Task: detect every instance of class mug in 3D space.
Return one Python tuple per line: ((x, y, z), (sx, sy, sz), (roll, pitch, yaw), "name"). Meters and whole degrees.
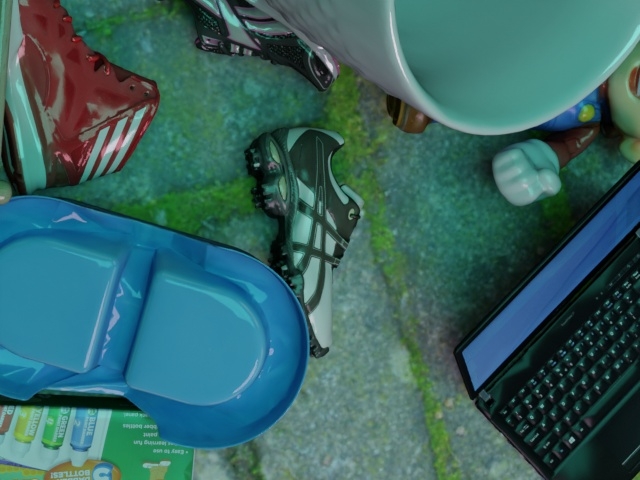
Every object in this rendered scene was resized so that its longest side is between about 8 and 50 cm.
((0.053, -0.304, 1.061), (0.276, 0.328, 0.374), (-30, 133, -21), "mug")

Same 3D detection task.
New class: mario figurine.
((0.227, -0.143, 1.244), (0.321, 0.170, 0.198), (5, 128, -8), "mario figurine")

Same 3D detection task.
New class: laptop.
((0.257, 0.095, 1.293), (0.234, 0.136, 0.264), (-44, 104, -7), "laptop")

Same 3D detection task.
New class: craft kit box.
((-0.235, 0.251, 1.215), (0.250, 0.061, 0.246), (3, 96, -16), "craft kit box")

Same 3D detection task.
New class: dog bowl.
((-0.155, 0.057, 1.176), (0.297, 0.074, 0.166), (16, 103, -4), "dog bowl")

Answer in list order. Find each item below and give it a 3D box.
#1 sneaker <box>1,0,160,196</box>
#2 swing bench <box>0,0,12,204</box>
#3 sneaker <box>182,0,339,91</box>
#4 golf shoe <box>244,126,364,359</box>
((-0.202, -0.153, 1.185), (0.128, 0.087, 0.221), (-11, 110, -23), "sneaker")
((-0.357, -0.160, 1.038), (0.255, 0.165, 0.253), (0, 97, -46), "swing bench")
((-0.066, -0.179, 1.226), (0.178, 0.072, 0.077), (41, 95, -7), "sneaker")
((0.000, 0.000, 1.246), (0.094, 0.077, 0.198), (-13, 99, -14), "golf shoe")
